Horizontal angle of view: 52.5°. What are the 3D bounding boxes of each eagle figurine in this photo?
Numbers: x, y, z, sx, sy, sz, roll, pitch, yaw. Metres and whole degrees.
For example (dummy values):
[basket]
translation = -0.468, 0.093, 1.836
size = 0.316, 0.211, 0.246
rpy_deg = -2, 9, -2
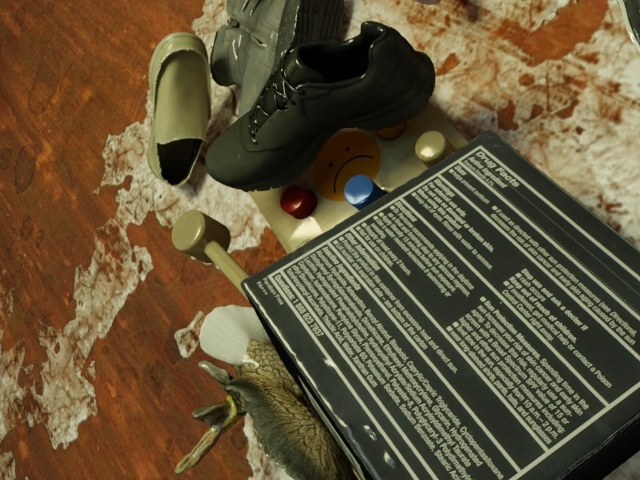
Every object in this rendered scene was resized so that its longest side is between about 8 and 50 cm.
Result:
[eagle figurine]
translation = -0.012, 0.197, 0.783
size = 0.298, 0.225, 0.226
rpy_deg = -12, 60, 48

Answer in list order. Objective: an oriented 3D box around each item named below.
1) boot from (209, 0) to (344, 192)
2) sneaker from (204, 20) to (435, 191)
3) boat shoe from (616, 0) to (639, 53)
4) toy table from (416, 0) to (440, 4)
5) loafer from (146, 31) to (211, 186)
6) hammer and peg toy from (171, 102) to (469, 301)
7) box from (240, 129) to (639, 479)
[boot]
translation = -0.099, -0.242, 1.008
size = 0.223, 0.118, 0.338
rpy_deg = 17, 85, 47
[sneaker]
translation = -0.024, -0.153, 0.718
size = 0.286, 0.130, 0.109
rpy_deg = -28, 63, 20
[boat shoe]
translation = 0.339, -0.235, 0.678
size = 0.038, 0.046, 0.125
rpy_deg = -28, 56, 37
[toy table]
translation = 0.125, -0.443, 0.783
size = 0.161, 0.252, 0.274
rpy_deg = -40, 69, 45
[loafer]
translation = -0.222, -0.199, 1.047
size = 0.092, 0.102, 0.268
rpy_deg = 56, 144, 41
[hammer and peg toy]
translation = 0.002, -0.048, 0.820
size = 0.361, 0.127, 0.266
rpy_deg = -42, 57, 10
[box]
translation = 0.138, 0.102, 0.602
size = 0.294, 0.182, 0.296
rpy_deg = -32, 55, -10
